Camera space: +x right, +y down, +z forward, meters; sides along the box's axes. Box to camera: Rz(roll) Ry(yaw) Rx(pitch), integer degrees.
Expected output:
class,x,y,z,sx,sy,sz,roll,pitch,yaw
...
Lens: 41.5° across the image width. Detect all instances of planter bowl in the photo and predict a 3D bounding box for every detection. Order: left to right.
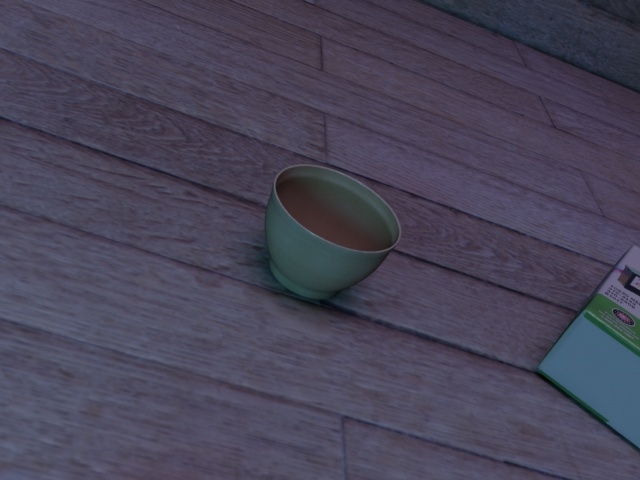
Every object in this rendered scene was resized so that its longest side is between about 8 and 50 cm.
class,x,y,z,sx,sy,sz,roll,pitch,yaw
planter bowl,0.000,0.000,1.009,0.162,0.109,0.162,20,33,-13

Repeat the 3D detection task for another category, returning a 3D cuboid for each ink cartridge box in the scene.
class,x,y,z,sx,sy,sz,roll,pitch,yaw
ink cartridge box,0.439,0.141,1.122,0.201,0.117,0.278,38,33,16
